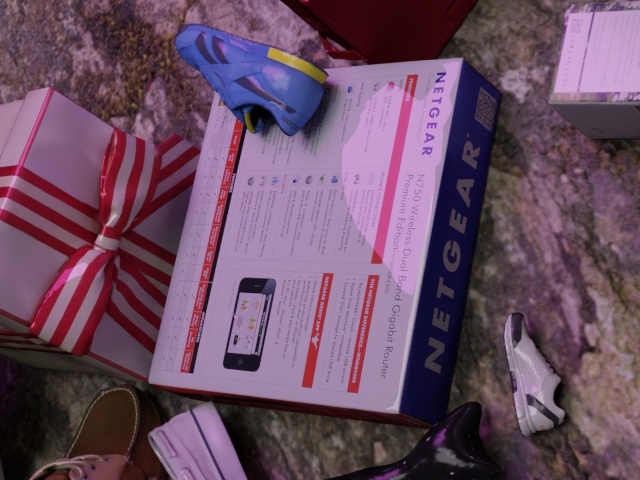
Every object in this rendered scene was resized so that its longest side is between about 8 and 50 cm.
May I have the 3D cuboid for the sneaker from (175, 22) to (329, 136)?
[{"bbox_3d":[-0.085,-0.159,1.181,0.209,0.069,0.082,25,90,40],"label":"sneaker"}]

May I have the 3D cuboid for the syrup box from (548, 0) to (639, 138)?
[{"bbox_3d":[0.317,-0.139,0.969,0.236,0.096,0.093,5,77,37],"label":"syrup box"}]

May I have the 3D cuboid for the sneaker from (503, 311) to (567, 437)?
[{"bbox_3d":[0.182,0.112,1.011,0.043,0.040,0.109,-14,67,13],"label":"sneaker"}]

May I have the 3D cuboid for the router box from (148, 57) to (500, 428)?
[{"bbox_3d":[0.000,0.000,1.154,0.301,0.082,0.336,2,74,37],"label":"router box"}]

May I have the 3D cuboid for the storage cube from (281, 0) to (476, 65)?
[{"bbox_3d":[0.039,-0.297,1.172,0.215,0.193,0.183,-54,51,5],"label":"storage cube"}]

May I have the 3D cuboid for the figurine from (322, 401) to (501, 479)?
[{"bbox_3d":[0.084,0.269,0.990,0.209,0.092,0.215,-34,56,16],"label":"figurine"}]

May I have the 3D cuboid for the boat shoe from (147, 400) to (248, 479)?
[{"bbox_3d":[-0.099,0.254,1.089,0.084,0.095,0.258,-21,33,-9],"label":"boat shoe"}]

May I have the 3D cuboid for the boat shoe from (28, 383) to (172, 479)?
[{"bbox_3d":[-0.221,0.262,1.136,0.122,0.120,0.324,-20,39,19],"label":"boat shoe"}]

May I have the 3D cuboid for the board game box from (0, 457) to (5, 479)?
[{"bbox_3d":[-0.450,0.158,1.366,0.305,0.053,0.193,44,144,38],"label":"board game box"}]

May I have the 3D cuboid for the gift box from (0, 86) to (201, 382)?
[{"bbox_3d":[-0.264,0.000,1.244,0.258,0.276,0.255,-3,68,47],"label":"gift box"}]
